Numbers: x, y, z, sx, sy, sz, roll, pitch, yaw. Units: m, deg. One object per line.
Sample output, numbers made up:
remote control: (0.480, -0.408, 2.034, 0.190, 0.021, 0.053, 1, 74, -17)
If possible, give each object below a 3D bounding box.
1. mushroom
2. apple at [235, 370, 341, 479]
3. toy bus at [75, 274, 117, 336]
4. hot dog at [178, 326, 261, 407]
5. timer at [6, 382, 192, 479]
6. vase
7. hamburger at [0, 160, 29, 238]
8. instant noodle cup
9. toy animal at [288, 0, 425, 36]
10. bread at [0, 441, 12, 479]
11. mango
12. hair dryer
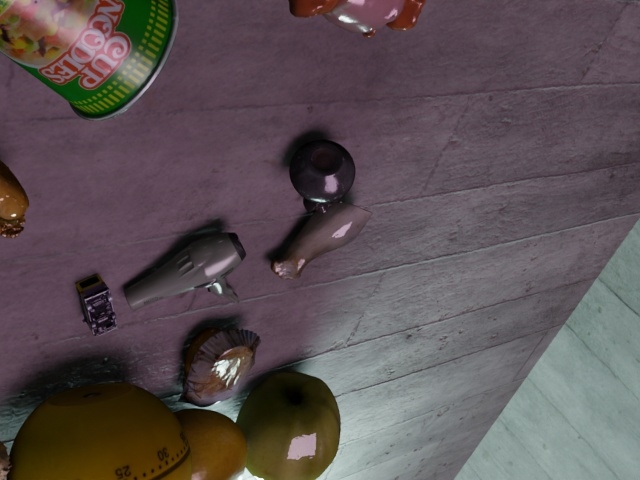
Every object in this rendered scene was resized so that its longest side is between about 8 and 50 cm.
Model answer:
mushroom: (0.000, 0.000, 1.862, 0.225, 0.093, 0.116, -44, 169, -2)
apple: (-0.077, 0.455, 2.232, 0.279, 0.279, 0.279, -27, 146, -20)
toy bus: (-0.393, 0.114, 1.628, 0.052, 0.058, 0.102, -24, 140, -23)
hot dog: (-0.220, 0.267, 1.984, 0.163, 0.082, 0.270, -10, 146, -26)
timer: (-0.403, 0.472, 1.741, 0.376, 0.376, 0.387, -14, 98, -36)
vase: (0.000, -0.107, 1.720, 0.120, 0.120, 0.183, -29, 161, -16)
hamburger: (-0.459, -0.074, 1.247, 0.083, 0.138, 0.147, -38, 142, 0)
instant noodle cup: (-0.323, -0.281, 1.100, 0.207, 0.207, 0.233, -48, 139, 13)
toy animal: (0.025, -0.393, 1.338, 0.281, 0.195, 0.169, -1, 92, -50)
bread: (-0.663, 0.393, 1.598, 0.245, 0.174, 0.121, 1, 110, -46)
mango: (-0.297, 0.521, 2.099, 0.301, 0.220, 0.445, -34, 158, -7)
hair dryer: (-0.253, 0.095, 1.750, 0.229, 0.092, 0.267, -19, 153, -18)
